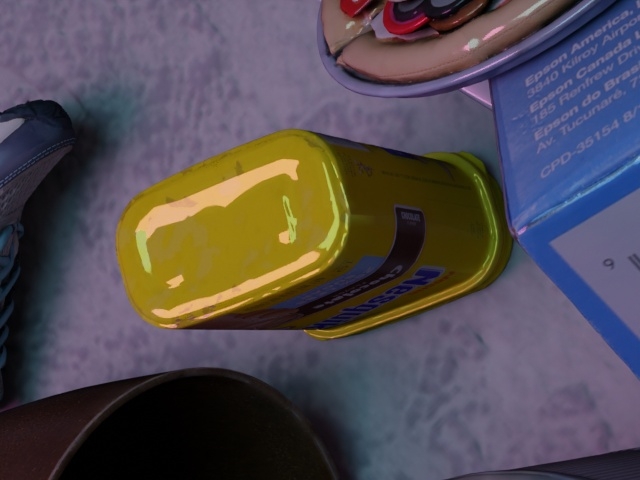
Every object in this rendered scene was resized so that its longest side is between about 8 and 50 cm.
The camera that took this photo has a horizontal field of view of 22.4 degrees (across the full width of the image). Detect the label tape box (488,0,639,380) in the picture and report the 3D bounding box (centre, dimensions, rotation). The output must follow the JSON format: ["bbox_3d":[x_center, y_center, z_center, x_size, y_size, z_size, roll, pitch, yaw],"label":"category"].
[{"bbox_3d":[0.176,-0.134,0.584,0.240,0.106,0.334,-32,32,24],"label":"label tape box"}]

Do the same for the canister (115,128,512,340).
[{"bbox_3d":[0.000,0.000,0.755,0.126,0.170,0.073,-22,77,26],"label":"canister"}]

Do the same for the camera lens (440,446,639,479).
[{"bbox_3d":[0.117,0.192,0.619,0.219,0.274,0.219,-2,86,30],"label":"camera lens"}]

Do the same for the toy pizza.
[{"bbox_3d":[0.071,-0.135,0.582,0.201,0.032,0.201,-33,32,24],"label":"toy pizza"}]

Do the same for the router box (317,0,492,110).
[{"bbox_3d":[0.181,-0.172,0.715,0.335,0.082,0.301,35,104,26],"label":"router box"}]

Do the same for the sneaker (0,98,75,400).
[{"bbox_3d":[-0.214,0.041,0.927,0.122,0.110,0.283,44,111,5],"label":"sneaker"}]

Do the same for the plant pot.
[{"bbox_3d":[-0.138,0.171,0.820,0.230,0.215,0.215,-3,86,43],"label":"plant pot"}]
